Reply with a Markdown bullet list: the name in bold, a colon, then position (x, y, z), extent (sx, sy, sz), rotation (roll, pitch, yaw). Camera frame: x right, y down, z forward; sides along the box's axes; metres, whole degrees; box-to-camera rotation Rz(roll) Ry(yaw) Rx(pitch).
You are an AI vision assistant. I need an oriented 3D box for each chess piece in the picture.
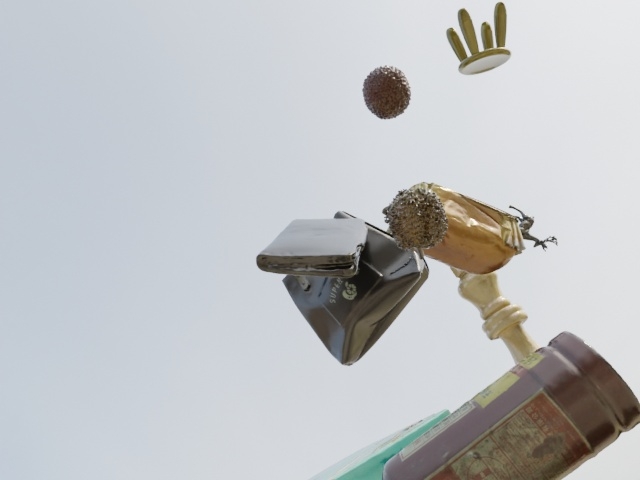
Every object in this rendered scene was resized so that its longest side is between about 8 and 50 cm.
- **chess piece**: position (0.408, 0.180, 1.153), extent (0.117, 0.397, 0.117), rotation (-22, -29, -13)

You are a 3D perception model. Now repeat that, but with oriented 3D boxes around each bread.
- **bread**: position (0.265, -0.018, 1.024), extent (0.241, 0.107, 0.136), rotation (21, -31, -10)

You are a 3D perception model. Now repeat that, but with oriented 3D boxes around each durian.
- **durian**: position (0.113, -0.020, 0.611), extent (0.080, 0.091, 0.080), rotation (-6, -17, -2)

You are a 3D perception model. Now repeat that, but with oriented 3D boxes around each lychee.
- **lychee**: position (0.156, -0.355, 1.233), extent (0.123, 0.123, 0.129), rotation (-40, -17, 10)

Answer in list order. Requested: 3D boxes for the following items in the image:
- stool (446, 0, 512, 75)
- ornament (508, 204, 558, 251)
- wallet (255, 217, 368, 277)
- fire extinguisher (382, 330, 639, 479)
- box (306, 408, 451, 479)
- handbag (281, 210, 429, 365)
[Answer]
- **stool**: position (0.336, -0.422, 1.091), extent (0.135, 0.111, 0.134), rotation (-16, -4, 41)
- **ornament**: position (0.453, -0.024, 1.113), extent (0.073, 0.125, 0.028), rotation (-53, -21, -27)
- **wallet**: position (0.000, 0.000, 1.105), extent (0.197, 0.377, 0.051), rotation (1, -76, 7)
- **fire extinguisher**: position (0.098, 0.170, 0.345), extent (0.252, 0.106, 0.075), rotation (-37, -74, 1)
- **box**: position (0.028, 0.252, 0.535), extent (0.162, 0.041, 0.229), rotation (-18, -22, -31)
- **handbag**: position (0.073, 0.101, 1.301), extent (0.342, 0.288, 0.152), rotation (-52, -23, 7)
